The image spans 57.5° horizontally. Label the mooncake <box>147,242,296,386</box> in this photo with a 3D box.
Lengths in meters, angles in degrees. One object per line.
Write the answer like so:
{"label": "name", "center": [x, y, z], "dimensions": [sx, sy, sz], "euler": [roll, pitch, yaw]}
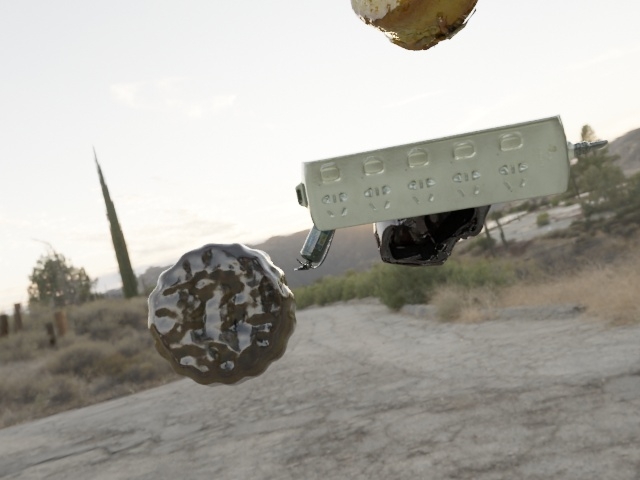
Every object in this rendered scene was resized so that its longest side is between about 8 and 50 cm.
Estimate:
{"label": "mooncake", "center": [-0.188, 0.144, 1.148], "dimensions": [0.290, 0.290, 0.161], "euler": [-15, -9, -6]}

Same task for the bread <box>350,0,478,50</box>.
{"label": "bread", "center": [0.198, -0.606, 1.269], "dimensions": [0.204, 0.358, 0.337], "euler": [-6, 1, -34]}

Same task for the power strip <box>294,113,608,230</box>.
{"label": "power strip", "center": [0.100, -0.055, 0.471], "dimensions": [0.253, 0.060, 0.027], "euler": [-9, 13, 11]}

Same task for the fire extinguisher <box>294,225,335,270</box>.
{"label": "fire extinguisher", "center": [0.000, 0.000, 0.650], "dimensions": [0.038, 0.083, 0.025], "euler": [28, -6, -38]}

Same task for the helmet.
{"label": "helmet", "center": [0.099, -0.030, 0.558], "dimensions": [0.098, 0.070, 0.123], "euler": [6, -43, -30]}
